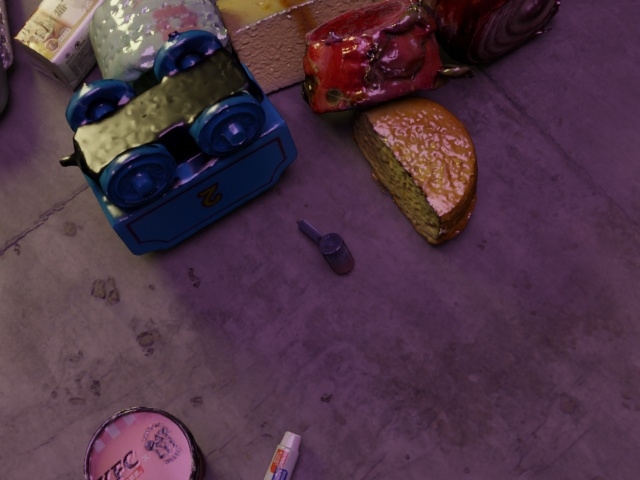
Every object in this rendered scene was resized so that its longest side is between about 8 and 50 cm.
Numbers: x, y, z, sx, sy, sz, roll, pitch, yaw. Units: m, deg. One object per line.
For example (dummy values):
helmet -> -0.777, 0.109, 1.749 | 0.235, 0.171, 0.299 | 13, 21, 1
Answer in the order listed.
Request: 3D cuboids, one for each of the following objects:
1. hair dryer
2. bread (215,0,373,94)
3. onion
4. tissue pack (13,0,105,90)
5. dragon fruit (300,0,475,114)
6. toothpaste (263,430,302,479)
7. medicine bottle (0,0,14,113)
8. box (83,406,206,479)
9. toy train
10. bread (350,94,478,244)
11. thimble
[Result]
hair dryer -> 0.000, 0.000, 1.528 | 0.037, 0.063, 0.114 | -44, 53, -9
bread -> -0.034, -0.357, 1.647 | 0.240, 0.135, 0.178 | -21, 39, -2
onion -> 0.234, -0.392, 1.550 | 0.207, 0.216, 0.206 | -35, 68, 1
tissue pack -> -0.395, -0.335, 1.620 | 0.099, 0.106, 0.149 | 32, 77, 13
dragon fruit -> 0.082, -0.278, 1.491 | 0.282, 0.211, 0.147 | -7, 105, 36
toothpaste -> -0.074, 0.373, 1.425 | 0.052, 0.033, 0.218 | 19, 79, 13
medicine bottle -> -0.643, -0.343, 1.630 | 0.282, 0.123, 0.375 | -14, 73, 1
box -> -0.229, 0.311, 1.399 | 0.151, 0.135, 0.151 | -2, 72, 7
toy train -> -0.206, -0.132, 1.466 | 0.300, 0.265, 0.188 | -31, 62, -5
bread -> 0.155, -0.118, 1.500 | 0.139, 0.143, 0.229 | -33, 76, -5
thimble -> -0.235, -0.299, 1.553 | 0.211, 0.185, 0.149 | -29, 70, 20
